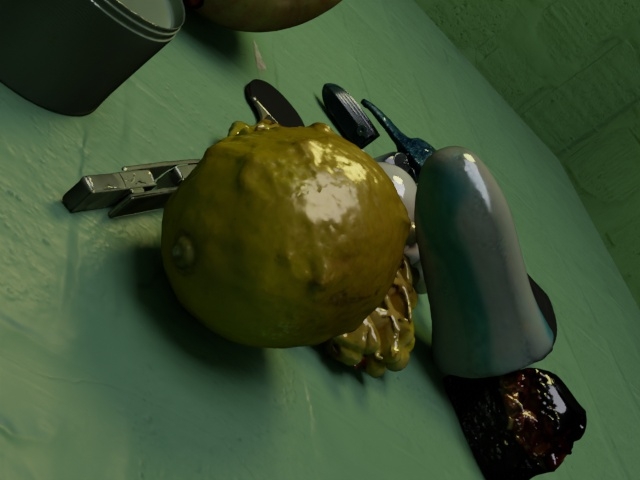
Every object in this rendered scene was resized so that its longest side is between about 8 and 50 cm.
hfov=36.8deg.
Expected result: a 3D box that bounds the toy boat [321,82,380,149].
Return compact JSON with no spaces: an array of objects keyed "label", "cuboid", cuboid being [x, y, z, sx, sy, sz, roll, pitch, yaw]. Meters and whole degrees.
[{"label":"toy boat","cuboid":[0.050,-0.238,1.803,0.141,0.055,0.060,53,-1,-1]}]

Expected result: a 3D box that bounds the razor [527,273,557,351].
[{"label":"razor","cuboid":[0.321,0.066,1.800,0.349,0.114,0.204,51,25,-29]}]

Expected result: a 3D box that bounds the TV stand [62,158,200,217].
[{"label":"TV stand","cuboid":[-0.190,-0.057,1.038,0.042,0.036,0.249,57,21,5]}]

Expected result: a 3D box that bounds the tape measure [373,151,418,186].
[{"label":"tape measure","cuboid":[0.121,-0.068,1.668,0.104,0.107,0.179,41,-27,66]}]

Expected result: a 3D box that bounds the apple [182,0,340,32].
[{"label":"apple","cuboid":[-0.097,-0.526,1.510,0.391,0.391,0.346,31,23,-44]}]

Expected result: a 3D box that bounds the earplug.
[{"label":"earplug","cuboid":[0.223,0.017,1.408,0.185,0.185,0.323,-60,138,-68]}]

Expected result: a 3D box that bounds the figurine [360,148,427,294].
[{"label":"figurine","cuboid":[0.129,-0.036,1.535,0.257,0.144,0.182,39,28,-26]}]

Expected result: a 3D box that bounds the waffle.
[{"label":"waffle","cuboid":[0.000,0.000,1.287,0.382,0.095,0.379,45,24,-14]}]

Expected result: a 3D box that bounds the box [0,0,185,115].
[{"label":"box","cuboid":[-0.275,-0.268,1.036,0.226,0.149,0.226,45,22,-24]}]

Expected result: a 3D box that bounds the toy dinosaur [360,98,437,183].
[{"label":"toy dinosaur","cuboid":[0.183,-0.133,1.722,0.147,0.076,0.363,36,15,-42]}]

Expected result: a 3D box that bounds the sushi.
[{"label":"sushi","cuboid":[0.297,0.262,1.397,0.153,0.150,0.172,41,24,-29]}]

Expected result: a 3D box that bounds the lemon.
[{"label":"lemon","cuboid":[-0.034,-0.002,0.999,0.288,0.233,0.233,-9,61,-39]}]

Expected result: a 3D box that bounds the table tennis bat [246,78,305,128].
[{"label":"table tennis bat","cuboid":[-0.075,-0.196,1.526,0.130,0.019,0.220,48,20,-10]}]
